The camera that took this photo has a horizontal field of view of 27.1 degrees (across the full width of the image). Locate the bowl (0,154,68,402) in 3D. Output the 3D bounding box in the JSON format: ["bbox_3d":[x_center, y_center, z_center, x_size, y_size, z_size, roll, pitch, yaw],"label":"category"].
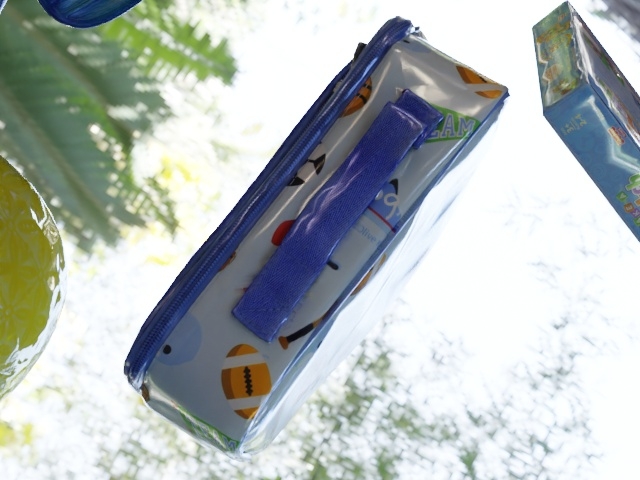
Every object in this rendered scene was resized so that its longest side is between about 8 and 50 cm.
[{"bbox_3d":[-0.331,0.059,0.934,0.289,0.289,0.156,-38,-149,24],"label":"bowl"}]

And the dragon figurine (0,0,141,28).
[{"bbox_3d":[-0.142,-0.186,0.782,0.289,0.144,0.085,-33,-107,-21],"label":"dragon figurine"}]

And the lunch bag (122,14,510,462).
[{"bbox_3d":[0.000,0.000,0.861,0.303,0.115,0.243,-54,173,-10],"label":"lunch bag"}]

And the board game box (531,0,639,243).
[{"bbox_3d":[0.202,-0.064,0.880,0.039,0.160,0.211,-35,-166,18],"label":"board game box"}]
